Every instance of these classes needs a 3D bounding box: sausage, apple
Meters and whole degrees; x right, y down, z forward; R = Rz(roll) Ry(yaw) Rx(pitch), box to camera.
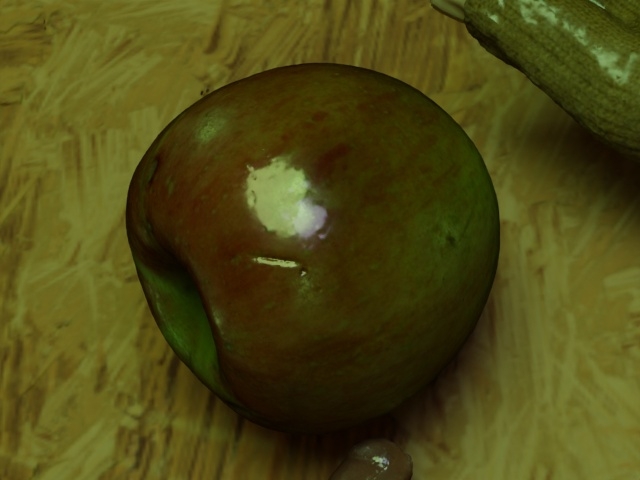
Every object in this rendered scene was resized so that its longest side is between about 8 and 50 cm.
[{"bbox_3d":[-0.001,0.167,0.978,0.042,0.036,0.158,-14,40,53],"label":"sausage"},{"bbox_3d":[0.000,0.000,1.008,0.196,0.196,0.196,-8,52,11],"label":"apple"}]

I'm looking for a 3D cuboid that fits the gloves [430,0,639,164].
[{"bbox_3d":[0.202,-0.122,1.055,0.203,0.155,0.356,-41,72,-5],"label":"gloves"}]
